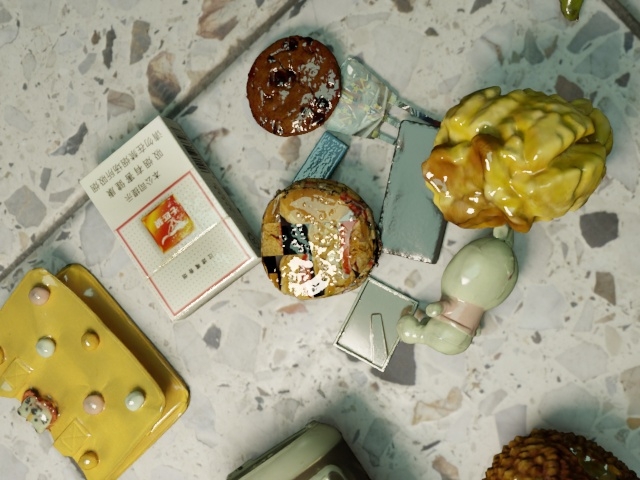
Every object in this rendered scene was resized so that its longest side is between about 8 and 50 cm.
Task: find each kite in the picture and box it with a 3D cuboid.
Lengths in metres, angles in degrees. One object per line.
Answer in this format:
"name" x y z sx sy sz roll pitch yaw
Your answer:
"kite" 0.112 -0.230 1.184 0.245 0.015 0.141 29 100 10

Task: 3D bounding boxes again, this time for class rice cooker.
"rice cooker" -0.030 0.509 1.064 0.335 0.335 0.325 -35 80 10

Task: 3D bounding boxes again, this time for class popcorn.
"popcorn" 0.326 -0.133 1.014 0.331 0.265 0.225 -7 100 -15

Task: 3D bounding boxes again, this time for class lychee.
"lychee" 0.383 0.446 1.030 0.267 0.267 0.268 0 91 12

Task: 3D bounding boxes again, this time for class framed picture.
"framed picture" 0.102 0.155 1.197 0.109 0.011 0.149 28 97 10

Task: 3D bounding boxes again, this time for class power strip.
"power strip" 0.002 -0.141 1.200 0.056 0.032 0.123 35 98 10

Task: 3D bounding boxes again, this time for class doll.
"doll" 0.259 0.093 1.105 0.275 0.154 0.113 -51 45 8

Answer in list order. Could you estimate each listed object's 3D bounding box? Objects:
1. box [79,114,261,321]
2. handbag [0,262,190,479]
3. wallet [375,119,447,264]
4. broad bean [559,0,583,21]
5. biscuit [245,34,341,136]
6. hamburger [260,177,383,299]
"box" -0.278 -0.041 1.231 0.210 0.095 0.330 -36 86 11
"handbag" -0.482 0.269 1.270 0.401 0.133 0.283 45 104 8
"wallet" 0.179 -0.086 1.161 0.124 0.025 0.245 13 99 10
"broad bean" 0.474 -0.541 1.079 0.077 0.061 0.339 16 94 18
"biscuit" -0.052 -0.285 1.196 0.191 0.049 0.192 1 94 19
"hamburger" 0.000 0.000 1.155 0.230 0.107 0.231 3 100 16
